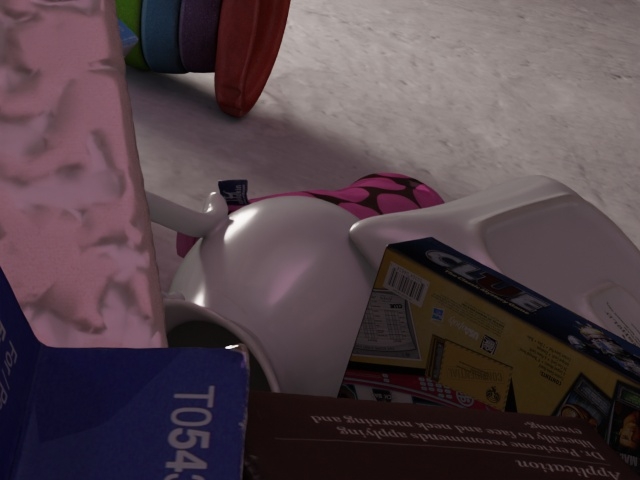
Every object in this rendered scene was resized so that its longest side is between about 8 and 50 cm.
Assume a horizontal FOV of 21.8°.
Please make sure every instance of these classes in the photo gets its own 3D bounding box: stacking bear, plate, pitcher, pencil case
[{"bbox_3d":[-0.182,-0.237,1.527,0.289,0.175,0.164,13,20,8],"label":"stacking bear"},{"bbox_3d":[0.172,0.068,0.974,0.277,0.045,0.278,50,26,13],"label":"plate"},{"bbox_3d":[-0.045,0.029,0.894,0.177,0.125,0.207,60,25,-6],"label":"pitcher"},{"bbox_3d":[0.000,0.000,1.124,0.098,0.095,0.209,10,10,32],"label":"pencil case"}]

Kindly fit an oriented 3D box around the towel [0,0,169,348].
[{"bbox_3d":[-0.233,-0.006,0.660,0.332,0.053,0.317,-5,57,-14],"label":"towel"}]

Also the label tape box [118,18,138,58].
[{"bbox_3d":[-0.307,-0.163,1.140,0.249,0.115,0.348,44,24,3],"label":"label tape box"}]

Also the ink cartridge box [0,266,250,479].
[{"bbox_3d":[-0.189,0.107,0.434,0.330,0.071,0.324,-1,36,1],"label":"ink cartridge box"}]

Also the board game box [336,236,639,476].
[{"bbox_3d":[0.110,0.124,0.757,0.243,0.165,0.042,30,22,30],"label":"board game box"}]

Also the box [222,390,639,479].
[{"bbox_3d":[0.043,0.172,0.558,0.168,0.167,0.203,8,21,-25],"label":"box"}]
